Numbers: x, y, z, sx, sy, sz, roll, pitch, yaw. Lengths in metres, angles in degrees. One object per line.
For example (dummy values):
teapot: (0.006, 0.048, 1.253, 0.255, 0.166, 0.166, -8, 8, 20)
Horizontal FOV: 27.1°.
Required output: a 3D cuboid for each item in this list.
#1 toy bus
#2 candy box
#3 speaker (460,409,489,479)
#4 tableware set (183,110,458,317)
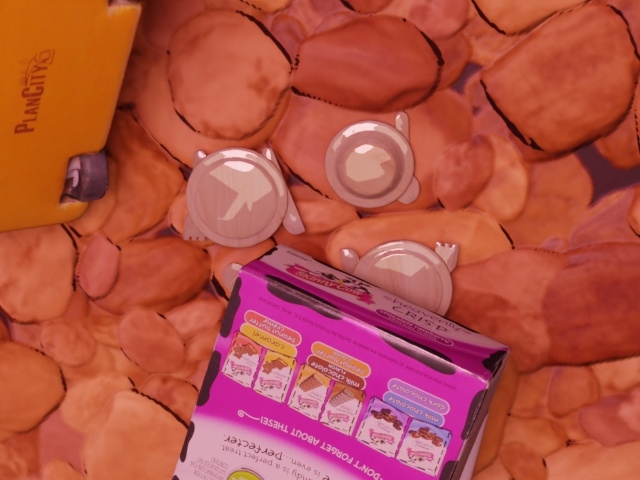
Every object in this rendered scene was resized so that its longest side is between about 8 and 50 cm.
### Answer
toy bus: (-0.161, -0.132, 0.687, 0.108, 0.333, 0.130, -11, 63, -25)
candy box: (-0.001, 0.141, 0.804, 0.159, 0.071, 0.233, 25, 109, 14)
speaker: (0.066, 0.163, 0.853, 0.055, 0.055, 0.136, 12, 107, 0)
tableware set: (0.000, 0.000, 0.828, 0.168, 0.020, 0.141, -9, 106, 6)
